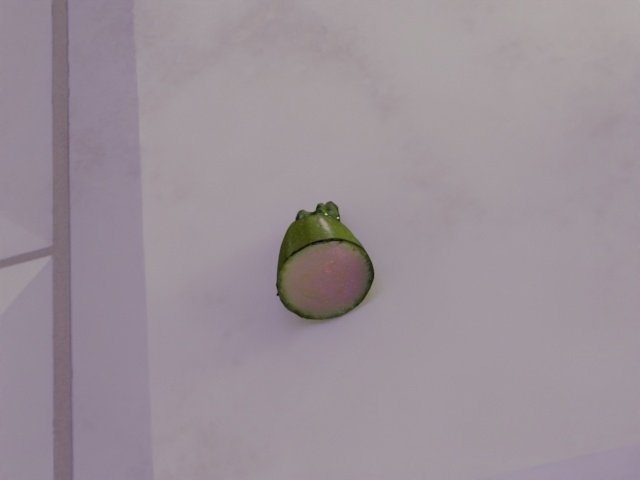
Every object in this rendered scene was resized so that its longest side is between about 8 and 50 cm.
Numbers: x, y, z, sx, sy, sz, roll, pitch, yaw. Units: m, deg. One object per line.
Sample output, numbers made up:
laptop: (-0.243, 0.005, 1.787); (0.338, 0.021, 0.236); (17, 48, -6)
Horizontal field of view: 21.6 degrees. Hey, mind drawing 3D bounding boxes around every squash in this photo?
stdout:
squash: (-0.007, 0.003, 1.762); (0.105, 0.105, 0.132); (-23, 38, 4)
